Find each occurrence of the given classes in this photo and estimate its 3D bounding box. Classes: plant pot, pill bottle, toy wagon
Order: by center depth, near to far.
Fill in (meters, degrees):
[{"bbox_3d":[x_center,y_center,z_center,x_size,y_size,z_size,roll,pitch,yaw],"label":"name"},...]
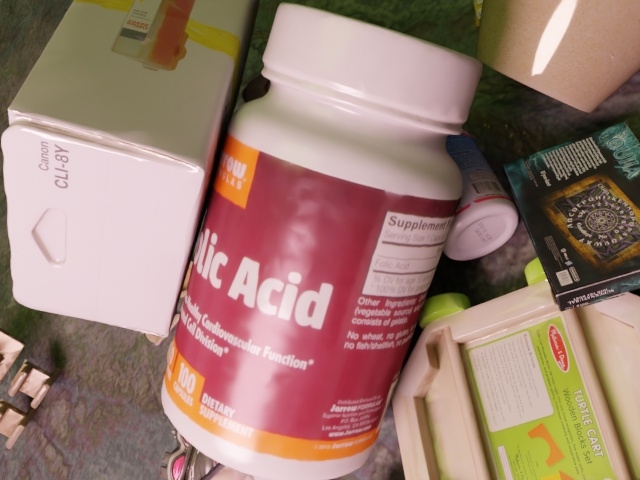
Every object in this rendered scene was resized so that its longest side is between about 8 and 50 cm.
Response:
[{"bbox_3d":[0.224,0.144,0.609,0.344,0.068,0.267,-25,58,28],"label":"toy wagon"},{"bbox_3d":[0.267,-0.271,0.657,0.256,0.256,0.274,43,117,41],"label":"plant pot"},{"bbox_3d":[0.000,0.000,0.661,0.224,0.224,0.392,29,109,42],"label":"pill bottle"},{"bbox_3d":[0.139,-0.064,0.749,0.087,0.087,0.160,-37,52,21],"label":"pill bottle"}]

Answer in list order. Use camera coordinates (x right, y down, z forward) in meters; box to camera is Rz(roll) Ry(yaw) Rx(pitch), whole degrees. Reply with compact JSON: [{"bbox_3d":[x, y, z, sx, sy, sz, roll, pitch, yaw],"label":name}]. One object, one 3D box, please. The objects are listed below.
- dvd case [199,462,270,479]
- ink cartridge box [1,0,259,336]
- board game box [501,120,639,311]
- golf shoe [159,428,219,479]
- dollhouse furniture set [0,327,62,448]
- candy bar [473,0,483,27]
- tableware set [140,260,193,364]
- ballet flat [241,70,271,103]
[{"bbox_3d":[-0.102,0.357,0.763,0.253,0.022,0.180,-45,74,15],"label":"dvd case"},{"bbox_3d":[-0.176,-0.135,0.741,0.279,0.160,0.385,115,167,-49],"label":"ink cartridge box"},{"bbox_3d":[0.248,-0.028,0.629,0.126,0.026,0.186,-19,40,13],"label":"board game box"},{"bbox_3d":[-0.099,0.176,0.846,0.120,0.105,0.273,6,81,24],"label":"golf shoe"},{"bbox_3d":[-0.558,0.237,1.113,0.242,0.212,0.161,-56,11,5],"label":"dollhouse furniture set"},{"bbox_3d":[0.199,-0.330,0.859,0.040,0.018,0.162,-19,61,36],"label":"candy bar"},{"bbox_3d":[-0.190,0.104,0.985,0.168,0.020,0.141,34,94,41],"label":"tableware set"},{"bbox_3d":[-0.065,-0.142,0.926,0.123,0.123,0.349,6,75,40],"label":"ballet flat"}]
